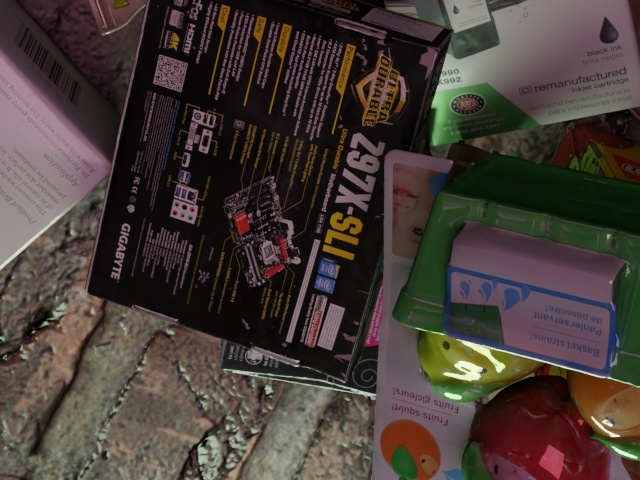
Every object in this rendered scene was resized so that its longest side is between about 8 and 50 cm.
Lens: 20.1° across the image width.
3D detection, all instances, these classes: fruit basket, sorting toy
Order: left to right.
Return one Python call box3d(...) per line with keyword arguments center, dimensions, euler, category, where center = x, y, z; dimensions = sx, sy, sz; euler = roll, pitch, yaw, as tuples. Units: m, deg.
box3d(center=(-0.184, -0.245, 1.682), dimensions=(0.075, 0.045, 0.083), euler=(-19, 111, -3), category="sorting toy")
box3d(center=(0.181, 0.124, 1.405), dimensions=(0.327, 0.165, 0.353), euler=(15, 110, 26), category="fruit basket")

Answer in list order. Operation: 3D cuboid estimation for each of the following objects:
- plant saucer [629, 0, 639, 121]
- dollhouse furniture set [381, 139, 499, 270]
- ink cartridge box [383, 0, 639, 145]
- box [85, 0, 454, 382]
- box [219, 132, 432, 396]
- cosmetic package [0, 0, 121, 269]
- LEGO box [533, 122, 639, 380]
box3d(center=(0.373, -0.182, 1.711), dimensions=(0.199, 0.036, 0.198), euler=(8, 119, 15), category="plant saucer")
box3d(center=(0.124, -0.021, 1.593), dimensions=(0.184, 0.129, 0.129), euler=(14, 97, -46), category="dollhouse furniture set")
box3d(center=(0.159, -0.241, 1.591), dimensions=(0.211, 0.121, 0.289), euler=(-11, 134, 13), category="ink cartridge box")
box3d(center=(-0.050, -0.065, 1.590), dimensions=(0.257, 0.079, 0.322), euler=(17, 111, 8), category="box")
box3d(center=(0.000, 0.000, 1.733), dimensions=(0.163, 0.142, 0.247), euler=(10, 110, -5), category="box")
box3d(center=(-0.393, -0.043, 1.691), dimensions=(0.385, 0.156, 0.217), euler=(-37, 109, 13), category="cosmetic package")
box3d(center=(0.453, 0.103, 1.674), dimensions=(0.500, 0.372, 0.193), euler=(17, 110, -9), category="LEGO box")
